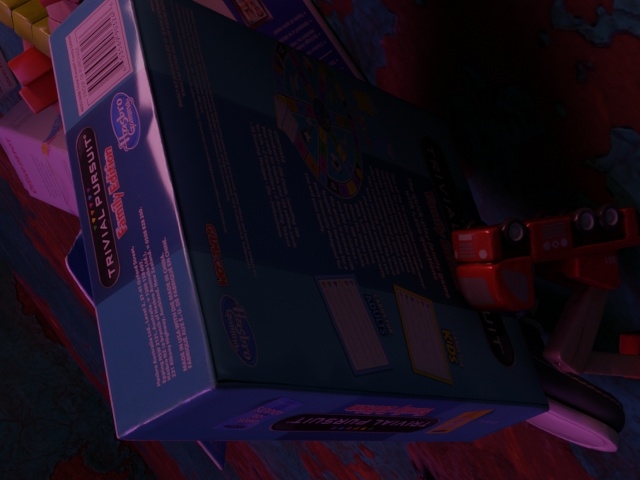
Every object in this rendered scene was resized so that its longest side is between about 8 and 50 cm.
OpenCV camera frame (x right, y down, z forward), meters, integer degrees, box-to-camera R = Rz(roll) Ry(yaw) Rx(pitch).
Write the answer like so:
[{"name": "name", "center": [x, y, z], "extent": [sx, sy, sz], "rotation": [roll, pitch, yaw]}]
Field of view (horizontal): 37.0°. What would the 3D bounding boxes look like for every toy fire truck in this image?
[{"name": "toy fire truck", "center": [0.183, 0.044, 0.678], "extent": [0.047, 0.192, 0.135], "rotation": [-4, 94, 61]}]

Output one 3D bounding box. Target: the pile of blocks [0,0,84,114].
[{"name": "pile of blocks", "center": [-0.165, -0.192, 0.625], "extent": [0.149, 0.112, 0.362], "rotation": [48, 145, 0]}]

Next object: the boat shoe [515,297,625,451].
[{"name": "boat shoe", "center": [0.139, 0.073, 0.842], "extent": [0.319, 0.099, 0.116], "rotation": [29, 169, 45]}]

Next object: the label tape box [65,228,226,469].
[{"name": "label tape box", "center": [-0.109, 0.032, 0.990], "extent": [0.249, 0.115, 0.348], "rotation": [56, -168, -15]}]

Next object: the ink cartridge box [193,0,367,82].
[{"name": "ink cartridge box", "center": [-0.063, -0.141, 0.814], "extent": [0.333, 0.165, 0.065], "rotation": [55, 155, -7]}]

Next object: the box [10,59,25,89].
[{"name": "box", "center": [-0.422, -0.205, 1.523], "extent": [0.109, 0.042, 0.178], "rotation": [36, 152, 28]}]

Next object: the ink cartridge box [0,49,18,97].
[{"name": "ink cartridge box", "center": [-0.597, -0.273, 1.623], "extent": [0.056, 0.135, 0.099], "rotation": [30, 150, 34]}]

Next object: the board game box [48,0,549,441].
[{"name": "board game box", "center": [0.000, 0.000, 0.628], "extent": [0.079, 0.336, 0.254], "rotation": [-31, 62, 31]}]

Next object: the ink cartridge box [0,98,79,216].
[{"name": "ink cartridge box", "center": [-0.363, -0.115, 1.435], "extent": [0.212, 0.093, 0.154], "rotation": [19, 145, 25]}]
